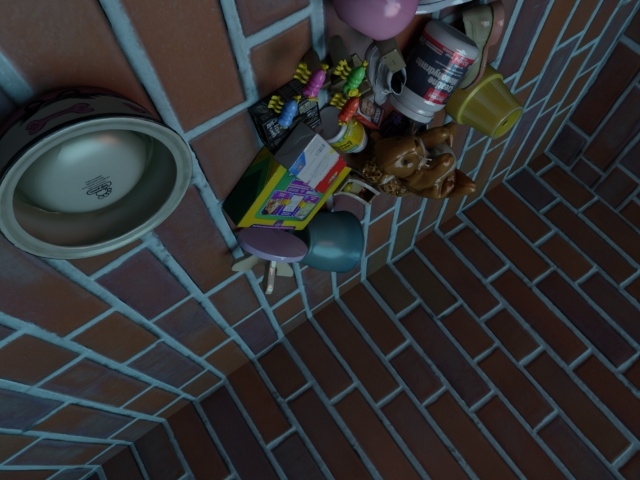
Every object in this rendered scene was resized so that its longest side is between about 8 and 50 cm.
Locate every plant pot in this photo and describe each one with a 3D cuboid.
[{"bbox_3d":[0.691,-0.558,1.928,0.253,0.239,0.254,-32,157,-15],"label":"plant pot"},{"bbox_3d":[0.000,0.000,1.933,0.255,0.272,0.272,3,135,-40],"label":"plant pot"}]

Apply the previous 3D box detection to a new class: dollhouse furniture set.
[{"bbox_3d":[0.090,-0.513,1.293,0.242,0.161,0.212,-23,163,21],"label":"dollhouse furniture set"}]

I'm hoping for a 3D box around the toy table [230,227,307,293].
[{"bbox_3d":[-0.202,0.060,1.768,0.274,0.252,0.161,17,123,-18],"label":"toy table"}]

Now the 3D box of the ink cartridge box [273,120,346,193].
[{"bbox_3d":[-0.024,-0.241,1.400,0.134,0.078,0.231,-52,152,6],"label":"ink cartridge box"}]

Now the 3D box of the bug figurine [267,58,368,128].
[{"bbox_3d":[0.013,-0.372,1.212,0.278,0.072,0.216,-12,157,-27],"label":"bug figurine"}]

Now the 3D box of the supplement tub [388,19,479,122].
[{"bbox_3d":[0.360,-0.544,1.505,0.191,0.191,0.272,-15,146,-45],"label":"supplement tub"}]

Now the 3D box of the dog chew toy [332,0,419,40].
[{"bbox_3d":[0.165,-0.639,1.050,0.206,0.206,0.332,-8,134,-51],"label":"dog chew toy"}]

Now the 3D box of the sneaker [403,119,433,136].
[{"bbox_3d":[0.380,-0.414,1.858,0.085,0.086,0.237,-33,159,-25],"label":"sneaker"}]

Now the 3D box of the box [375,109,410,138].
[{"bbox_3d":[0.284,-0.436,1.812,0.116,0.029,0.162,-49,157,20],"label":"box"}]

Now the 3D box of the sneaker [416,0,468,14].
[{"bbox_3d":[0.322,-0.703,1.312,0.258,0.094,0.091,-24,122,-16],"label":"sneaker"}]

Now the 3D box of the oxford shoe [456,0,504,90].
[{"bbox_3d":[0.512,-0.674,1.634,0.146,0.141,0.397,-5,159,1],"label":"oxford shoe"}]

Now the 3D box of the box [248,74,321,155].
[{"bbox_3d":[-0.097,-0.354,1.323,0.180,0.078,0.147,-36,157,-8],"label":"box"}]

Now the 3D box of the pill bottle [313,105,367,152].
[{"bbox_3d":[0.075,-0.356,1.530,0.117,0.118,0.208,-47,157,18],"label":"pill bottle"}]

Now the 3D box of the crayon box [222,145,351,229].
[{"bbox_3d":[-0.106,-0.185,1.592,0.313,0.106,0.362,-51,154,22],"label":"crayon box"}]

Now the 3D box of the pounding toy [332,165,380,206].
[{"bbox_3d":[0.130,-0.193,1.872,0.155,0.154,0.269,-50,155,24],"label":"pounding toy"}]

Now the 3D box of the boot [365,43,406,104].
[{"bbox_3d":[0.205,-0.490,1.465,0.095,0.123,0.258,-36,157,-5],"label":"boot"}]

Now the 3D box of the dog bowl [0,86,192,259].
[{"bbox_3d":[-0.499,-0.148,1.012,0.407,0.150,0.408,-33,157,-16],"label":"dog bowl"}]

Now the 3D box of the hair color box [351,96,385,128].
[{"bbox_3d":[0.154,-0.428,1.537,0.141,0.043,0.072,18,87,-49],"label":"hair color box"}]

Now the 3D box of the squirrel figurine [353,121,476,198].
[{"bbox_3d":[0.299,-0.270,1.693,0.370,0.281,0.396,-5,174,-44],"label":"squirrel figurine"}]
